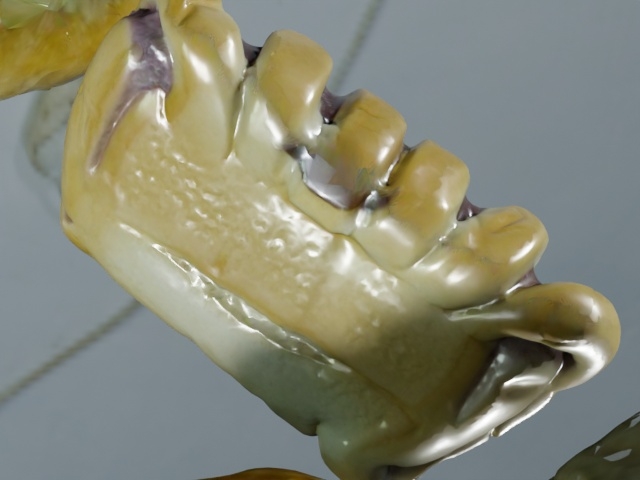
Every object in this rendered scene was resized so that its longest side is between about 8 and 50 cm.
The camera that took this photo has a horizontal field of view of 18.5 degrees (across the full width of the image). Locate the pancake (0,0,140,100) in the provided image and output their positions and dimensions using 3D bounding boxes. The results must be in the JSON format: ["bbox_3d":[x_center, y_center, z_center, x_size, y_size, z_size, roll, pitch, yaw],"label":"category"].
[{"bbox_3d":[-0.164,-0.235,0.789,0.386,0.082,0.387,-7,107,-26],"label":"pancake"}]

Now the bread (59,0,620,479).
[{"bbox_3d":[0.000,0.000,0.759,0.225,0.081,0.134,39,123,0],"label":"bread"}]

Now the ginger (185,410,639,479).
[{"bbox_3d":[0.043,0.145,0.527,0.375,0.256,0.176,4,135,17],"label":"ginger"}]
